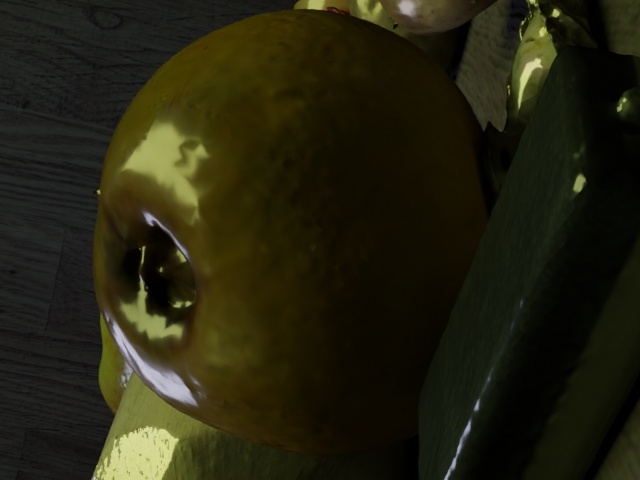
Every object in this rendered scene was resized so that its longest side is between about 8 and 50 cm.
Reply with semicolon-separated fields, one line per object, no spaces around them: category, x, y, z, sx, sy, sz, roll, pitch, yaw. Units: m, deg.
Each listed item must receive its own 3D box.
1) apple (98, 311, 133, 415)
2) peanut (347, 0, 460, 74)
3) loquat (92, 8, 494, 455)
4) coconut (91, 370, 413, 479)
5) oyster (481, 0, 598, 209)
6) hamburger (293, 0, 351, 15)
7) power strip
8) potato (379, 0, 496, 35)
apple;-0.125;0.114;1.654;0.338;0.305;0.338;-168;90;-83
peanut;0.094;-0.264;1.271;0.101;0.117;0.263;20;94;64
loquat;0.000;0.000;0.831;0.275;0.275;0.274;-167;90;-85
coconut;-0.048;0.184;0.999;0.237;0.237;0.265;108;176;-46
oyster;0.136;-0.078;0.754;0.106;0.061;0.199;-22;56;62
hamburger;0.040;-0.187;1.450;0.175;0.175;0.136;129;140;-79
power strip;0.106;0.036;0.616;0.105;0.070;0.256;-87;8;-48
potato;0.115;-0.266;1.008;0.161;0.128;0.234;-146;69;-68
